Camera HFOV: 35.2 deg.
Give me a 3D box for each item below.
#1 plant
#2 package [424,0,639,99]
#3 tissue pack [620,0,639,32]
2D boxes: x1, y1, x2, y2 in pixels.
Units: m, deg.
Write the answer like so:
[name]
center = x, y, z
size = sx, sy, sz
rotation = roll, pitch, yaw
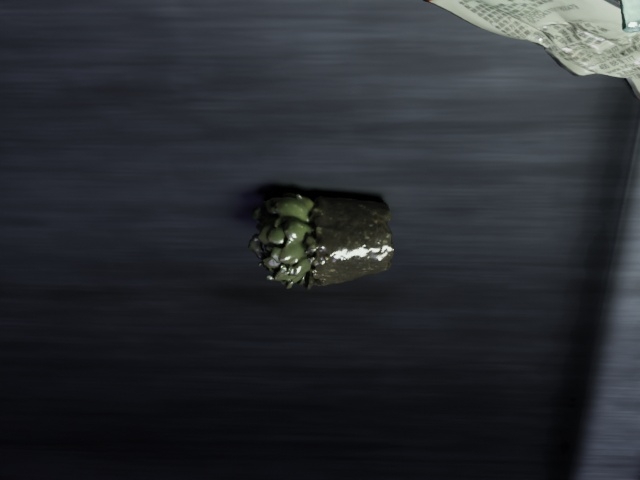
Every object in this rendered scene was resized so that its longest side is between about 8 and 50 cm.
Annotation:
[plant]
center = 0.000, 0.000, 0.995
size = 0.143, 0.092, 0.094
rotation = -1, 159, -4
[package]
center = 0.197, -0.143, 0.705
size = 0.232, 0.040, 0.166
rotation = 19, 179, -20
[tissue pack]
center = 0.262, -0.213, 0.477
size = 0.257, 0.185, 0.081
rotation = -8, 158, 20
